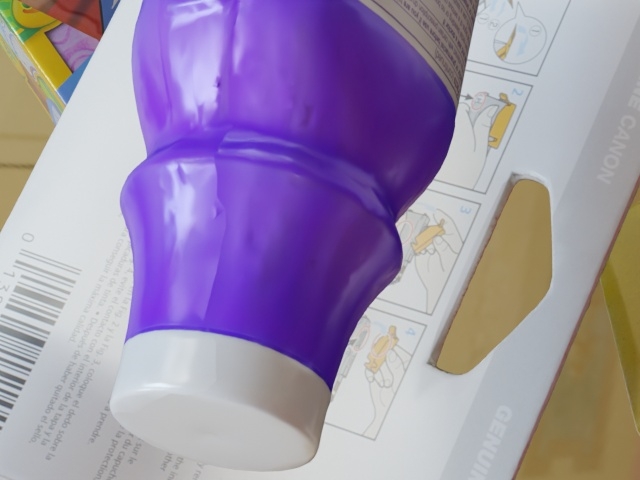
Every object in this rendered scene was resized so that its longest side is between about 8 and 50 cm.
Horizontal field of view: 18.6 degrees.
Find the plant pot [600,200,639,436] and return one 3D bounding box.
[{"bbox_3d":[0.273,0.048,0.904,0.212,0.212,0.187,42,-70,-17],"label":"plant pot"}]

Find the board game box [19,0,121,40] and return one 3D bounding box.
[{"bbox_3d":[-0.071,-0.234,0.918,0.281,0.027,0.145,-56,-34,8],"label":"board game box"}]

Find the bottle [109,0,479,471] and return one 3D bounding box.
[{"bbox_3d":[-0.005,-0.065,0.655,0.118,0.092,0.283,39,-126,-45],"label":"bottle"}]

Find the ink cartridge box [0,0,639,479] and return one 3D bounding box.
[{"bbox_3d":[0.000,0.000,0.826,0.296,0.261,0.066,-65,-26,-15],"label":"ink cartridge box"}]

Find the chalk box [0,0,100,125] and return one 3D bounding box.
[{"bbox_3d":[-0.128,-0.154,1.390,0.179,0.180,0.289,-35,-90,-8],"label":"chalk box"}]
